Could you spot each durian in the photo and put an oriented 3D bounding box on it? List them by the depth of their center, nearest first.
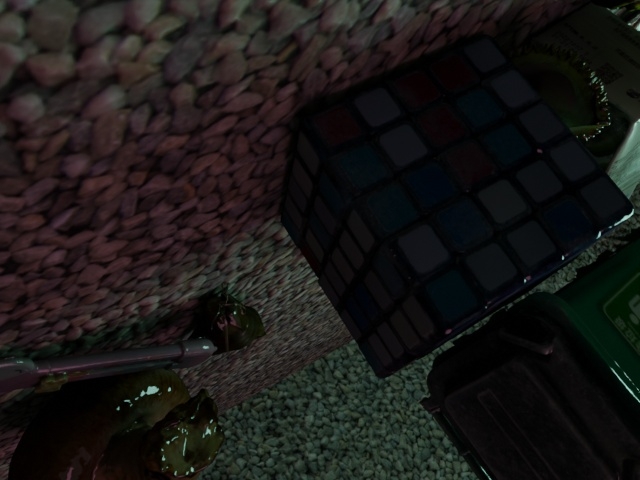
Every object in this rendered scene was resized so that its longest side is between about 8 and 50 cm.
[{"bbox_3d":[0.288,-0.186,0.810,0.095,0.137,0.221,-16,-175,-30],"label":"durian"}]

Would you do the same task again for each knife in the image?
[{"bbox_3d":[-0.322,0.190,0.925,0.399,0.038,0.132,0,152,-45],"label":"knife"}]

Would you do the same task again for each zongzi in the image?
[{"bbox_3d":[-0.208,0.161,1.103,0.184,0.084,0.187,-23,157,2],"label":"zongzi"}]

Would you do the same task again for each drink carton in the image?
[{"bbox_3d":[0.404,-0.169,0.951,0.132,0.194,0.324,-33,153,-9],"label":"drink carton"}]

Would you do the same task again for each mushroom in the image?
[{"bbox_3d":[-0.320,0.367,1.067,0.331,0.356,0.334,-60,156,-67],"label":"mushroom"}]

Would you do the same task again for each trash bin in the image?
[{"bbox_3d":[0.357,0.170,0.828,0.381,0.259,0.295,-26,163,-35],"label":"trash bin"}]

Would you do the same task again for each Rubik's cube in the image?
[{"bbox_3d":[0.145,-0.030,0.799,0.287,0.292,0.293,-27,162,-18],"label":"Rubik's cube"}]

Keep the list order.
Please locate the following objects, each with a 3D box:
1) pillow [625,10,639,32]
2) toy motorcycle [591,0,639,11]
[{"bbox_3d":[0.476,-0.309,1.049,0.233,0.038,0.131,-39,160,30],"label":"pillow"},{"bbox_3d":[0.525,-0.356,0.824,0.342,0.142,0.206,-18,-160,-39],"label":"toy motorcycle"}]
